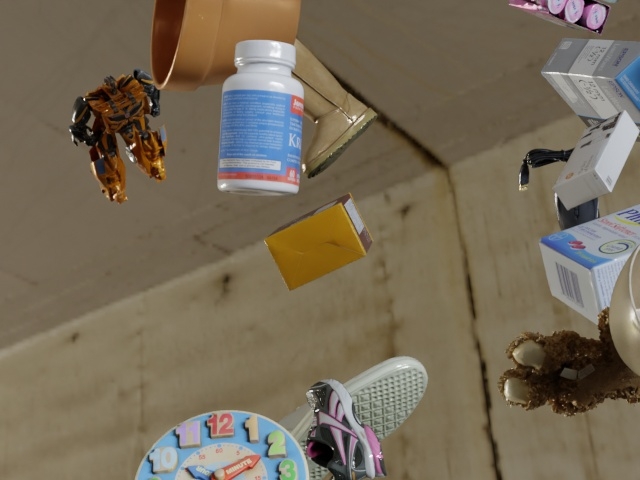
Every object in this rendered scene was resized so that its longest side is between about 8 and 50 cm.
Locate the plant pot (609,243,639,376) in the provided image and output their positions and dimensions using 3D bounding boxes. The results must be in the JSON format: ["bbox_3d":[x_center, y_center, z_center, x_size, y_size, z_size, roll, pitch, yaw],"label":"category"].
[{"bbox_3d":[0.606,0.141,1.810,0.284,0.284,0.191,2,-27,-16],"label":"plant pot"}]

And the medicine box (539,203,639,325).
[{"bbox_3d":[0.665,0.047,2.287,0.289,0.149,0.263,-19,17,-8],"label":"medicine box"}]

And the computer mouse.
[{"bbox_3d":[0.542,-0.095,2.411,0.184,0.060,0.262,1,-53,13],"label":"computer mouse"}]

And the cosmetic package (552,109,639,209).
[{"bbox_3d":[0.529,-0.157,2.036,0.099,0.239,0.060,-29,-75,41],"label":"cosmetic package"}]

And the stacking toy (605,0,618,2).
[{"bbox_3d":[0.335,-0.435,1.559,0.130,0.309,0.279,-51,-17,6],"label":"stacking toy"}]

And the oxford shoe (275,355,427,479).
[{"bbox_3d":[0.011,0.346,2.007,0.169,0.130,0.449,34,-65,-31],"label":"oxford shoe"}]

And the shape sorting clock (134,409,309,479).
[{"bbox_3d":[-0.116,0.282,1.234,0.206,0.206,0.040,-5,-49,1],"label":"shape sorting clock"}]

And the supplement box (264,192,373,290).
[{"bbox_3d":[0.000,0.000,2.396,0.191,0.129,0.194,-25,5,12],"label":"supplement box"}]

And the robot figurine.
[{"bbox_3d":[-0.402,-0.217,2.183,0.211,0.085,0.291,-32,-32,-22],"label":"robot figurine"}]

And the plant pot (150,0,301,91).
[{"bbox_3d":[-0.159,-0.386,1.802,0.203,0.291,0.291,6,-26,-19],"label":"plant pot"}]

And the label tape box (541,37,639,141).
[{"bbox_3d":[0.707,-0.333,2.409,0.249,0.115,0.347,41,-9,-32],"label":"label tape box"}]

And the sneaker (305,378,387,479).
[{"bbox_3d":[0.012,0.234,1.304,0.077,0.178,0.072,-16,-64,-16],"label":"sneaker"}]

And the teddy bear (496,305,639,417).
[{"bbox_3d":[0.493,0.233,1.994,0.338,0.113,0.245,-13,-62,-4],"label":"teddy bear"}]

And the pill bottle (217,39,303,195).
[{"bbox_3d":[-0.087,-0.180,1.585,0.124,0.221,0.124,3,-1,0],"label":"pill bottle"}]

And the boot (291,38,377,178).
[{"bbox_3d":[-0.044,-0.288,2.291,0.236,0.269,0.089,-44,-7,-30],"label":"boot"}]

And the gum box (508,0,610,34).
[{"bbox_3d":[0.475,-0.470,2.123,0.188,0.062,0.107,8,15,-41],"label":"gum box"}]
